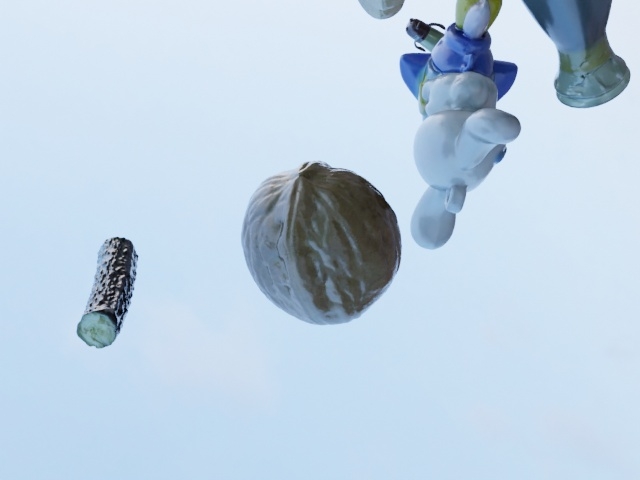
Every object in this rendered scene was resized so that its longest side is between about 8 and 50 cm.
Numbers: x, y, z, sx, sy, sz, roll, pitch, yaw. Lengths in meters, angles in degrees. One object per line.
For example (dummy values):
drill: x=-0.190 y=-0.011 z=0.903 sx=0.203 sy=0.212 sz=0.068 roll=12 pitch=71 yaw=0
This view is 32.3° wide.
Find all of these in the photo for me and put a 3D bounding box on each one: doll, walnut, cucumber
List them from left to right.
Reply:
cucumber: x=-0.257 y=0.063 z=1.355 sx=0.058 sy=0.058 sz=0.187 roll=40 pitch=-158 yaw=-22
walnut: x=0.000 y=0.000 z=1.510 sx=0.228 sy=0.228 sz=0.228 roll=29 pitch=-136 yaw=-32
doll: x=0.237 y=-0.209 z=1.801 sx=0.187 sy=0.376 sz=0.365 roll=18 pitch=-119 yaw=-24

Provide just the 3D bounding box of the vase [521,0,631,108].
vase: x=0.375 y=-0.356 z=1.656 sx=0.173 sy=0.173 sz=0.321 roll=-79 pitch=-27 yaw=-44

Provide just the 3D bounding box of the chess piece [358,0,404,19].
chess piece: x=0.071 y=-0.425 z=1.321 sx=0.117 sy=0.397 sz=0.117 roll=-1 pitch=-127 yaw=1

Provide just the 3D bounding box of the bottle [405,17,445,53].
bottle: x=0.205 y=-0.385 z=2.083 sx=0.101 sy=0.063 sz=0.047 roll=29 pitch=-170 yaw=-20
